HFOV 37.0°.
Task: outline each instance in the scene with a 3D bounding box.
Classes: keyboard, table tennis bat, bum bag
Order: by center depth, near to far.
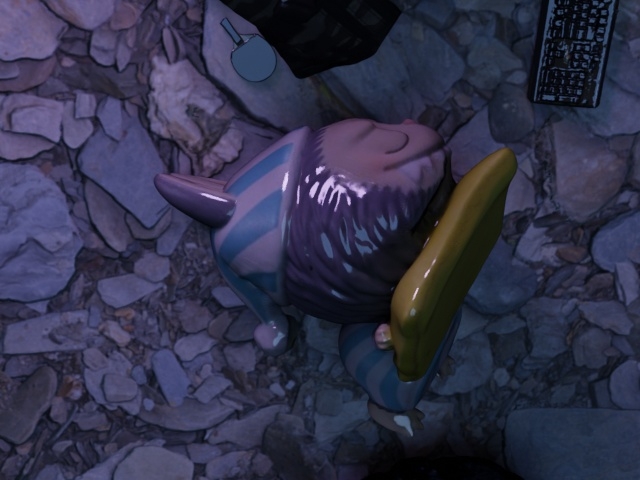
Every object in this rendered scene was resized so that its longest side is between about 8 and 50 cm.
[{"bbox_3d":[-0.057,-0.276,0.981,0.144,0.095,0.340,-35,137,22],"label":"bum bag"},{"bbox_3d":[-0.085,-0.218,1.089,0.050,0.007,0.083,-37,111,9],"label":"table tennis bat"},{"bbox_3d":[0.299,-0.266,1.096,0.093,0.025,0.230,3,111,-3],"label":"keyboard"}]

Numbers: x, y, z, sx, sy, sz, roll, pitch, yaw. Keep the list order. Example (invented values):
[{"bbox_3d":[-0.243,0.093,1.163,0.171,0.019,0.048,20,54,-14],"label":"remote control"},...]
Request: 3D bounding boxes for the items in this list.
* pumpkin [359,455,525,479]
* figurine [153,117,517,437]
[{"bbox_3d":[0.161,0.450,1.229,0.363,0.266,0.364,-1,107,-4],"label":"pumpkin"},{"bbox_3d":[0.000,0.000,1.113,0.377,0.266,0.361,26,138,18],"label":"figurine"}]
